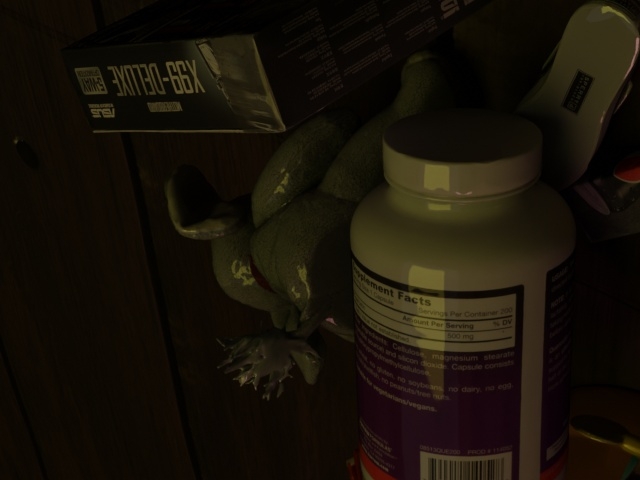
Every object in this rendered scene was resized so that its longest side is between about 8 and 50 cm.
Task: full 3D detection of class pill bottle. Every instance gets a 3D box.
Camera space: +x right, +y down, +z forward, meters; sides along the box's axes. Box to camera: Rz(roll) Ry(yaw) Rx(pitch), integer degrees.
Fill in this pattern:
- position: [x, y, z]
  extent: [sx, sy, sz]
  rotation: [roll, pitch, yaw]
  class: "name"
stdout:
- position: [0.117, 0.063, 1.083]
  extent: [0.181, 0.181, 0.323]
  rotation: [19, 123, 39]
  class: "pill bottle"

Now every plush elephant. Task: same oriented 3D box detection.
- position: [0.000, 0.000, 1.267]
  extent: [0.272, 0.330, 0.255]
  rotation: [59, 165, -26]
  class: "plush elephant"

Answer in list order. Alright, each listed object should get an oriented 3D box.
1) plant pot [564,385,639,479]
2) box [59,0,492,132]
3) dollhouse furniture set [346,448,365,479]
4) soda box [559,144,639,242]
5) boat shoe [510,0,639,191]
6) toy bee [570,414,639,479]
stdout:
- position: [0.277, 0.317, 1.285]
  extent: [0.291, 0.203, 0.291]
  rotation: [32, 144, 27]
  class: "plant pot"
- position: [-0.012, -0.183, 1.034]
  extent: [0.242, 0.307, 0.076]
  rotation: [5, 123, 47]
  class: "box"
- position: [0.112, 0.360, 1.510]
  extent: [0.135, 0.262, 0.259]
  rotation: [136, 127, -59]
  class: "dollhouse furniture set"
- position: [0.276, -0.047, 1.057]
  extent: [0.169, 0.053, 0.060]
  rotation: [-18, 109, 55]
  class: "soda box"
- position: [0.210, -0.121, 1.049]
  extent: [0.078, 0.070, 0.219]
  rotation: [36, 142, 8]
  class: "boat shoe"
- position: [0.290, 0.216, 1.064]
  extent: [0.195, 0.298, 0.162]
  rotation: [-2, 161, 31]
  class: "toy bee"
